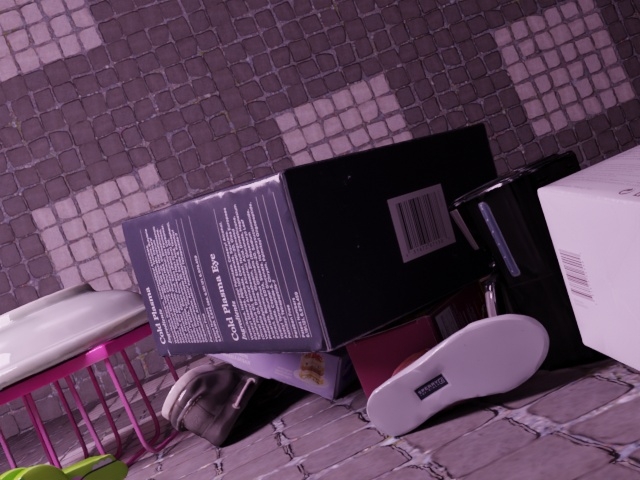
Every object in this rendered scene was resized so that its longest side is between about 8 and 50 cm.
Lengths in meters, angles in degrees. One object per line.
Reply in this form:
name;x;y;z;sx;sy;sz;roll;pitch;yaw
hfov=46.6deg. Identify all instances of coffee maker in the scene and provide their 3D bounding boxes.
coffee maker;0.222;0.012;0.681;0.171;0.178;0.120;-24;0;32

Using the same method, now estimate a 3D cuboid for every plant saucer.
plant saucer;-0.452;0.155;1.189;0.400;0.101;0.400;-25;0;0

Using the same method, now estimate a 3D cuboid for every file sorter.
file sorter;-0.375;0.275;1.151;0.290;0.182;0.202;-24;0;11

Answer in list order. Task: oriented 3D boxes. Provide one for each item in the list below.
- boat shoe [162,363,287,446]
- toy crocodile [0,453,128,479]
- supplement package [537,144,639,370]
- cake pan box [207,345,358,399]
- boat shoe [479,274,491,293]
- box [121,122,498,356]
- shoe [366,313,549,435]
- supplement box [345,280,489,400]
boat shoe;-0.104;0.219;1.089;0.112;0.095;0.335;-61;-17;16
toy crocodile;-0.363;0.317;0.791;0.340;0.105;0.115;-16;-6;-45
supplement package;0.308;-0.015;0.526;0.244;0.139;0.134;-22;13;-9
cake pan box;-0.037;0.124;1.088;0.266;0.070;0.245;14;15;27
boat shoe;0.242;0.086;1.037;0.206;0.075;0.065;-18;41;-16
box;0.000;0.000;0.891;0.343;0.179;0.312;-19;4;-43
shoe;0.125;0.111;0.670;0.178;0.064;0.081;-34;-3;24
supplement box;0.122;0.111;0.840;0.104;0.081;0.188;-23;-1;29
